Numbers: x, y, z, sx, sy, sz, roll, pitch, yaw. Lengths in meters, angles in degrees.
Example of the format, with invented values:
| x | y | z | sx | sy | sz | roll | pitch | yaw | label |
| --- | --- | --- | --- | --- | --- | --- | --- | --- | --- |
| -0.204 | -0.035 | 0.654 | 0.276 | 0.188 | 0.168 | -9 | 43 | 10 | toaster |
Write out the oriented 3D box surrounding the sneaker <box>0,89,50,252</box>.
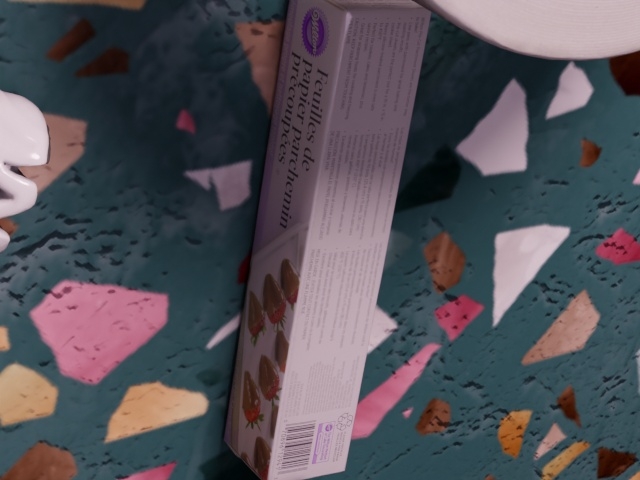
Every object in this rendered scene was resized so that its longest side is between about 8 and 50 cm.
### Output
| x | y | z | sx | sy | sz | roll | pitch | yaw | label |
| --- | --- | --- | --- | --- | --- | --- | --- | --- | --- |
| -0.256 | 0.039 | 0.836 | 0.118 | 0.110 | 0.292 | 25 | 91 | -32 | sneaker |

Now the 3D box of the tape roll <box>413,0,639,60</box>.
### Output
| x | y | z | sx | sy | sz | roll | pitch | yaw | label |
| --- | --- | --- | --- | --- | --- | --- | --- | --- | --- |
| 0.154 | -0.279 | 0.782 | 0.392 | 0.072 | 0.392 | -16 | 123 | -26 | tape roll |

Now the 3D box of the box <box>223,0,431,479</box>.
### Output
| x | y | z | sx | sy | sz | roll | pitch | yaw | label |
| --- | --- | --- | --- | --- | --- | --- | --- | --- | --- |
| 0.000 | 0.000 | 1.002 | 0.067 | 0.063 | 0.324 | -7 | 118 | -32 | box |
